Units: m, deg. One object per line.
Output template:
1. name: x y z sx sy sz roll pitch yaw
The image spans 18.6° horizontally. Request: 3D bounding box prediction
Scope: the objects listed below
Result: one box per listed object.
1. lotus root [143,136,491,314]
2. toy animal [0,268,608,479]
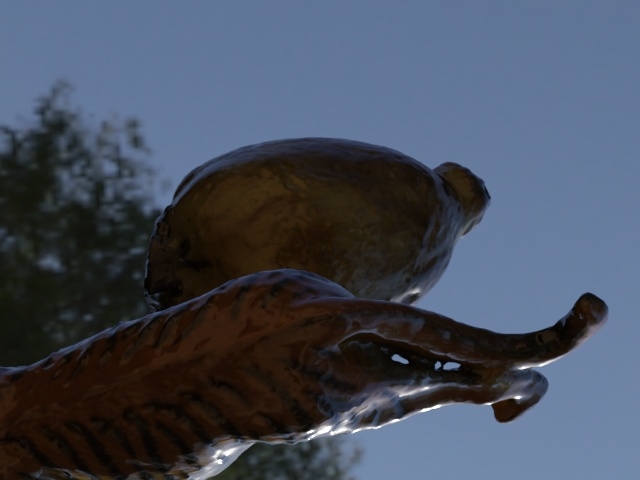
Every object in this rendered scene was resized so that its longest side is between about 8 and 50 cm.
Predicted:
1. lotus root: 0.000 0.000 1.108 0.138 0.214 0.138 164 -90 -79
2. toy animal: -0.038 0.050 0.546 0.241 0.099 0.056 -18 -108 23
